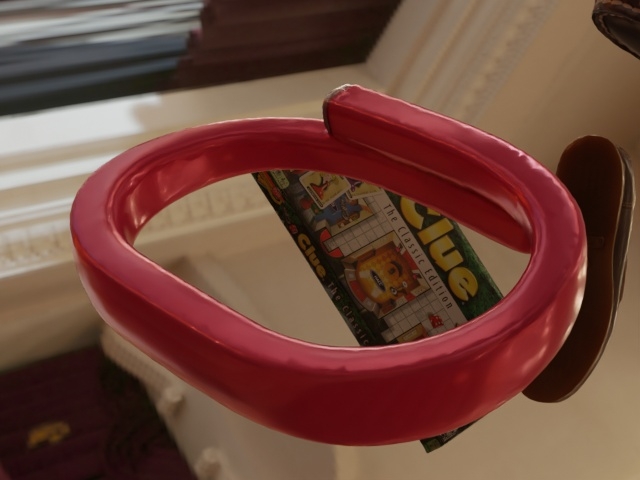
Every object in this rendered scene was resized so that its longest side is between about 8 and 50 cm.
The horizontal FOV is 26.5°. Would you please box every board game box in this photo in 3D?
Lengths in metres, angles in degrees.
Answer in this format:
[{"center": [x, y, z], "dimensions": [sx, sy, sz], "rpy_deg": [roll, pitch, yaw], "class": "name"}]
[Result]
[{"center": [0.065, 0.024, 1.073], "dimensions": [0.260, 0.136, 0.030], "rpy_deg": [57, -39, 6], "class": "board game box"}]

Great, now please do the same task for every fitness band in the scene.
[{"center": [0.000, 0.000, 0.697], "dimensions": [0.291, 0.209, 0.054], "rpy_deg": [26, -43, 41], "class": "fitness band"}]

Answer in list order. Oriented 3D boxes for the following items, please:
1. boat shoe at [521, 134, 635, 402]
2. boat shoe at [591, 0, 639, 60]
[{"center": [0.200, 0.026, 1.036], "dimensions": [0.073, 0.073, 0.207], "rpy_deg": [15, -96, 24], "class": "boat shoe"}, {"center": [0.204, -0.021, 0.515], "dimensions": [0.285, 0.103, 0.092], "rpy_deg": [41, -84, 29], "class": "boat shoe"}]
